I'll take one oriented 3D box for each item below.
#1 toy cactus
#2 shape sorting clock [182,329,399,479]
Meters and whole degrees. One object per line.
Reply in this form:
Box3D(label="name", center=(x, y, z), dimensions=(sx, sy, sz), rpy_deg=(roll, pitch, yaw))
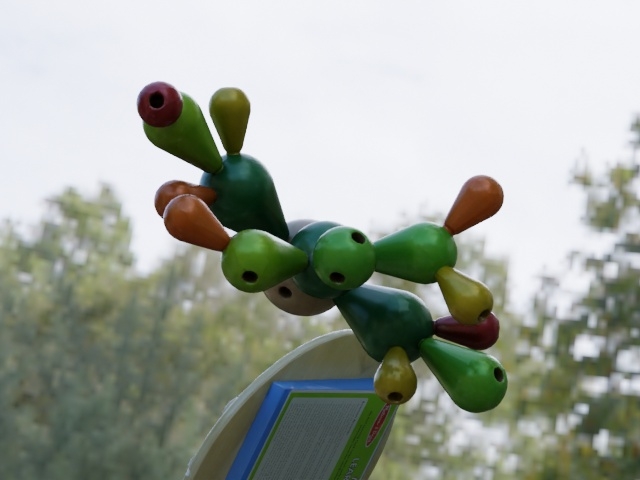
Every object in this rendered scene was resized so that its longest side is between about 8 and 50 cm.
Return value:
Box3D(label="toy cactus", center=(0.000, 0.000, 0.900), dimensions=(0.219, 0.112, 0.180), rpy_deg=(30, -9, -5))
Box3D(label="shape sorting clock", center=(-0.023, 0.146, 1.207), dimensions=(0.040, 0.206, 0.206), rpy_deg=(36, -6, 35))
